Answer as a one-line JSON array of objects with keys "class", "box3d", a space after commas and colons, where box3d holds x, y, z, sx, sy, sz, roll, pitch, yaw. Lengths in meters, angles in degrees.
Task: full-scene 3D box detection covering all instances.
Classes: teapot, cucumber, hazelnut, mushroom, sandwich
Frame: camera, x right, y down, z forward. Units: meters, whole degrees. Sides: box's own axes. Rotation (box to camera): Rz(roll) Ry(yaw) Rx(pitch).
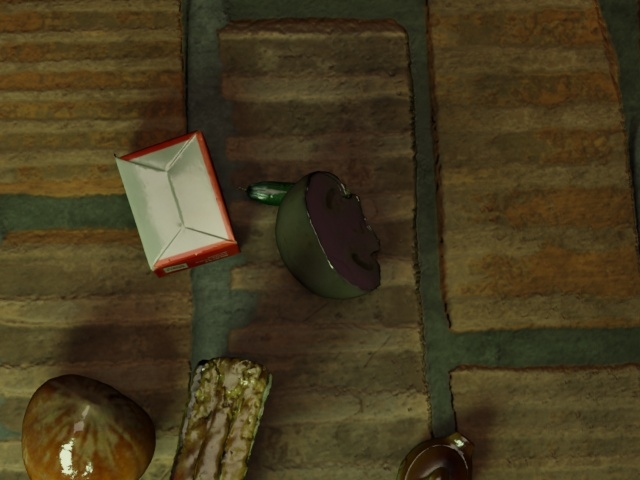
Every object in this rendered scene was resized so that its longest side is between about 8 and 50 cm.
[{"class": "teapot", "box3d": [0.162, 0.324, 1.523, 0.098, 0.078, 0.129, 41, 78, 6]}, {"class": "cucumber", "box3d": [-0.039, -0.068, 1.622, 0.168, 0.039, 0.039, 0, 77, -7]}, {"class": "hazelnut", "box3d": [-0.313, 0.268, 1.458, 0.182, 0.182, 0.182, 1, 77, -3]}, {"class": "mushroom", "box3d": [0.000, 0.000, 1.570, 0.117, 0.141, 0.188, -21, 90, 24]}, {"class": "sandwich", "box3d": [-0.133, 0.281, 1.416, 0.095, 0.273, 0.249, 13, 78, 0]}]

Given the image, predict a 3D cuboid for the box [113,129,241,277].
[{"class": "box", "box3d": [-0.202, -0.051, 1.579, 0.133, 0.099, 0.182, -19, 80, -5]}]
